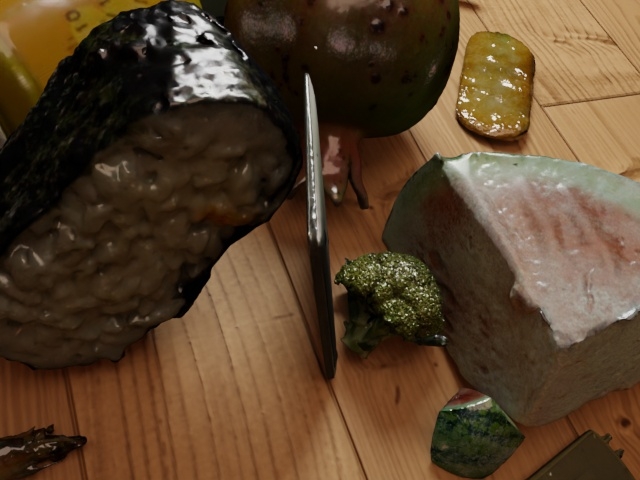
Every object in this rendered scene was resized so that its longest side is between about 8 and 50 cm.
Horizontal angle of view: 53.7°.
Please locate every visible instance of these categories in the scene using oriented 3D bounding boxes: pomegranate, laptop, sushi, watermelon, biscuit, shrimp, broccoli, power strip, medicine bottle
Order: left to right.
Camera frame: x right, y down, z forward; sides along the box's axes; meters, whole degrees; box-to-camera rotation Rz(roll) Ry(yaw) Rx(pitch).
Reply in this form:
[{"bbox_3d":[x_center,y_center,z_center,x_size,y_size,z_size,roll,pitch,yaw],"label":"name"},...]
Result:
[{"bbox_3d":[-0.316,0.152,0.567,0.195,0.035,0.147,-7,57,-17],"label":"shrimp"},{"bbox_3d":[-0.318,-0.172,0.662,0.224,0.224,0.384,36,55,10],"label":"medicine bottle"},{"bbox_3d":[-0.179,-0.041,0.566,0.211,0.350,0.170,23,27,-48],"label":"sushi"},{"bbox_3d":[0.000,0.000,0.610,0.015,0.269,0.187,-4,57,1],"label":"laptop"},{"bbox_3d":[0.034,-0.211,0.788,0.291,0.291,0.323,-16,105,-24],"label":"pomegranate"},{"bbox_3d":[0.071,0.069,0.679,0.131,0.130,0.120,38,91,-12],"label":"broccoli"},{"bbox_3d":[0.154,0.201,0.651,0.092,0.072,0.084,-35,81,9],"label":"watermelon"},{"bbox_3d":[0.276,-0.245,0.989,0.119,0.029,0.247,16,55,4],"label":"biscuit"},{"bbox_3d":[0.239,0.068,0.673,0.388,0.228,0.258,23,62,8],"label":"watermelon"},{"bbox_3d":[0.257,0.260,0.648,0.169,0.028,0.076,-24,66,-25],"label":"power strip"}]

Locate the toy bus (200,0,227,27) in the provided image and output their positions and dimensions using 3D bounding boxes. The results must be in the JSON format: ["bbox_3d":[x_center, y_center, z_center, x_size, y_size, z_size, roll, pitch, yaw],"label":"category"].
[{"bbox_3d":[-0.101,-0.407,0.904,0.344,0.183,0.199,-15,57,-25],"label":"toy bus"}]
